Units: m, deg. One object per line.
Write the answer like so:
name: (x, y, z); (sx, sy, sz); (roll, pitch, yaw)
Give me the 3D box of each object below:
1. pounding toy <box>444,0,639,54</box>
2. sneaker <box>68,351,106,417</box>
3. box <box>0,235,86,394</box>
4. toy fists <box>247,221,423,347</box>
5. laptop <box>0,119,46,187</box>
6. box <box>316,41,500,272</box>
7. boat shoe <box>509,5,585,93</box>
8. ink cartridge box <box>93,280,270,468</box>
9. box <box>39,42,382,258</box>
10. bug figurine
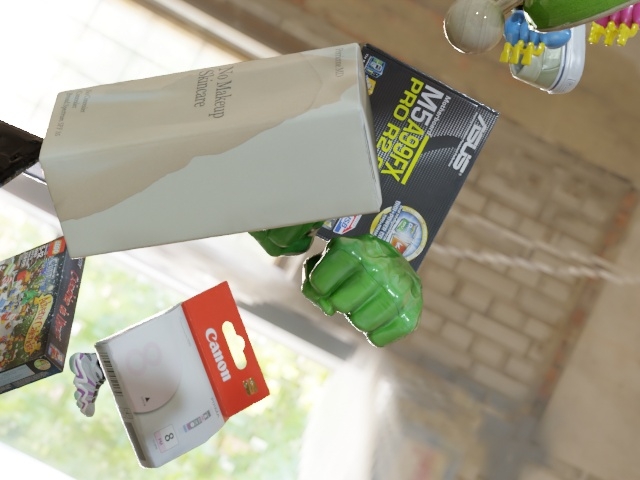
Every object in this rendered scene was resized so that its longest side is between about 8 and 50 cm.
pounding toy: (0.215, -0.258, 1.341); (0.236, 0.183, 0.110); (-17, -71, 35)
sneaker: (-0.323, 0.208, 2.295); (0.069, 0.098, 0.038); (-8, 13, 16)
box: (-0.422, 0.109, 2.249); (0.159, 0.233, 0.044); (-21, -49, 23)
toy fists: (0.000, 0.000, 1.695); (0.279, 0.096, 0.142); (48, 8, 2)
laptop: (-0.404, -0.078, 1.721); (0.234, 0.264, 0.137); (22, -54, 18)
box: (0.090, -0.108, 2.194); (0.216, 0.270, 0.060); (28, 5, -9)
boat shoe: (0.322, -0.359, 2.275); (0.094, 0.302, 0.109); (11, -24, -27)
ink cartridge box: (-0.179, 0.181, 2.188); (0.066, 0.232, 0.189); (-3, -71, 60)
box: (-0.102, -0.088, 1.548); (0.311, 0.148, 0.121); (-10, -57, 5)
bug figurine: (0.293, -0.308, 1.689); (0.072, 0.279, 0.216); (13, 5, -44)
